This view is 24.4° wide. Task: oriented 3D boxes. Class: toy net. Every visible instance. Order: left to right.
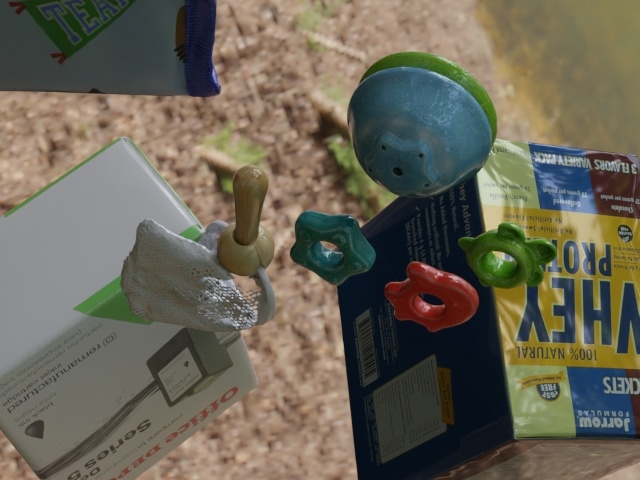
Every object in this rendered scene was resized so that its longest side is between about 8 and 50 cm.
[{"bbox_3d":[0.000,0.000,0.718,0.122,0.232,0.045,48,43,-22],"label":"toy net"}]

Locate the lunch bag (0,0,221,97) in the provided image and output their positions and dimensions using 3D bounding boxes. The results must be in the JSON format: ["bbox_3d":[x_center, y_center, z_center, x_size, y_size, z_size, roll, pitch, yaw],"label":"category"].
[{"bbox_3d":[-0.209,-0.288,0.799,0.327,0.239,0.386,3,55,-5],"label":"lunch bag"}]

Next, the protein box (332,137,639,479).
[{"bbox_3d":[0.119,0.065,1.000,0.136,0.201,0.200,4,67,-26],"label":"protein box"}]

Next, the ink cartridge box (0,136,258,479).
[{"bbox_3d":[-0.172,0.078,1.143,0.198,0.115,0.273,-36,153,-12],"label":"ink cartridge box"}]
